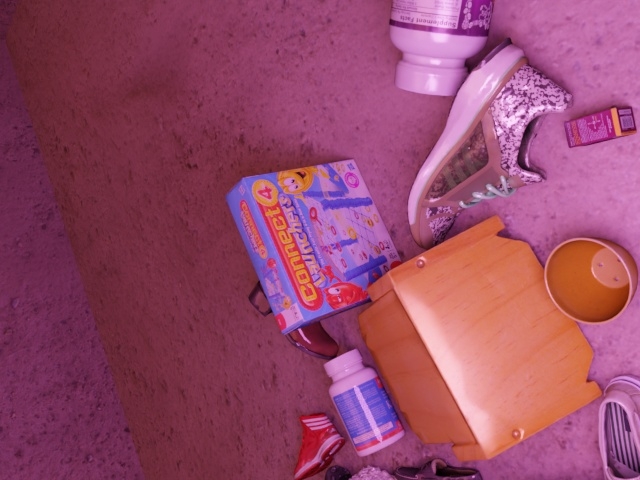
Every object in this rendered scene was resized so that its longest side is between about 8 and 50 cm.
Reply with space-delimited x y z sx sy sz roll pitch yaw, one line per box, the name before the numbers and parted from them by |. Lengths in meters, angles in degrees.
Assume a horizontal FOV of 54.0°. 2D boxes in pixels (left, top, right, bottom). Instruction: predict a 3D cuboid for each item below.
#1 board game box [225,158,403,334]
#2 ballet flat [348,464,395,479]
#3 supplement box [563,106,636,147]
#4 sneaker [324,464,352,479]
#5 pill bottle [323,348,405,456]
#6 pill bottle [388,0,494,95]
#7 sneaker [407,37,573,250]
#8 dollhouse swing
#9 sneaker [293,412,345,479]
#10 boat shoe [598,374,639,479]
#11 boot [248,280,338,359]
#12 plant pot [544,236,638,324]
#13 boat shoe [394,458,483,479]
board game box | 0.000 0.000 1.299 0.086 0.302 0.308 -36 74 49
ballet flat | 0.196 0.623 1.391 0.409 0.147 0.147 3 104 49
supplement box | 0.421 -0.170 0.947 0.083 0.055 0.043 -11 92 50
sneaker | 0.067 0.715 1.607 0.135 0.098 0.276 -36 75 46
pill bottle | 0.094 0.368 1.446 0.124 0.124 0.221 -40 72 48
pill bottle | 0.203 -0.401 1.039 0.169 0.169 0.301 28 123 41
sneaker | 0.282 -0.118 1.069 0.182 0.158 0.410 37 132 22
dollhouse swing | 0.270 0.196 1.196 0.347 0.315 0.305 62 176 12
sneaker | -0.023 0.542 1.687 0.221 0.087 0.128 -53 53 30
boat shoe | 0.492 0.367 1.002 0.109 0.094 0.302 -8 97 50
boot | 0.006 0.110 1.477 0.264 0.096 0.280 43 107 10
plant pot | 0.431 0.052 0.972 0.134 0.095 0.134 19 116 44
boat shoe | 0.253 0.503 1.344 0.223 0.080 0.073 -5 93 45
